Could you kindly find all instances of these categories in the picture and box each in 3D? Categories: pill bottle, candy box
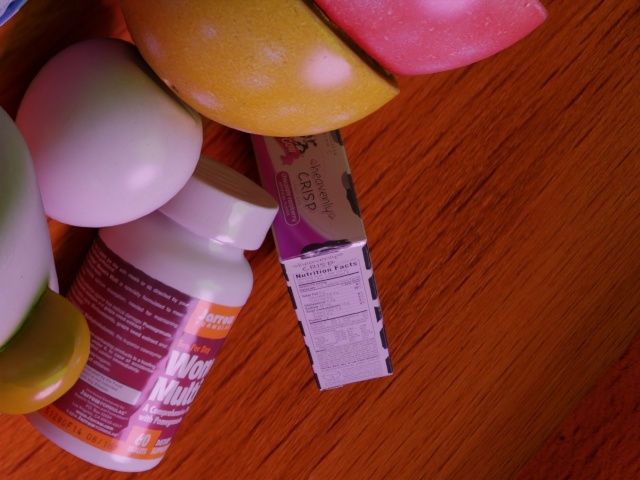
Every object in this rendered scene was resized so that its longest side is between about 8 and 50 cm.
[{"bbox_3d":[-0.124,0.048,1.212,0.221,0.121,0.121,-62,156,11],"label":"pill bottle"},{"bbox_3d":[0.000,0.000,1.340,0.071,0.159,0.233,-14,149,0],"label":"candy box"}]

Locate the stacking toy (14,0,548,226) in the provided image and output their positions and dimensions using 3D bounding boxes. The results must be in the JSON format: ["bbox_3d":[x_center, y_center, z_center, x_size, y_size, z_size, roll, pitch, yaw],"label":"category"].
[{"bbox_3d":[-0.007,-0.180,1.012,0.480,0.350,0.350,-43,157,8],"label":"stacking toy"}]

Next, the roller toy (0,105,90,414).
[{"bbox_3d":[-0.235,0.013,0.866,0.209,0.191,0.146,-11,144,-8],"label":"roller toy"}]

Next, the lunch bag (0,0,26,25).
[{"bbox_3d":[-0.149,-0.254,0.804,0.303,0.115,0.243,-51,158,-14],"label":"lunch bag"}]
